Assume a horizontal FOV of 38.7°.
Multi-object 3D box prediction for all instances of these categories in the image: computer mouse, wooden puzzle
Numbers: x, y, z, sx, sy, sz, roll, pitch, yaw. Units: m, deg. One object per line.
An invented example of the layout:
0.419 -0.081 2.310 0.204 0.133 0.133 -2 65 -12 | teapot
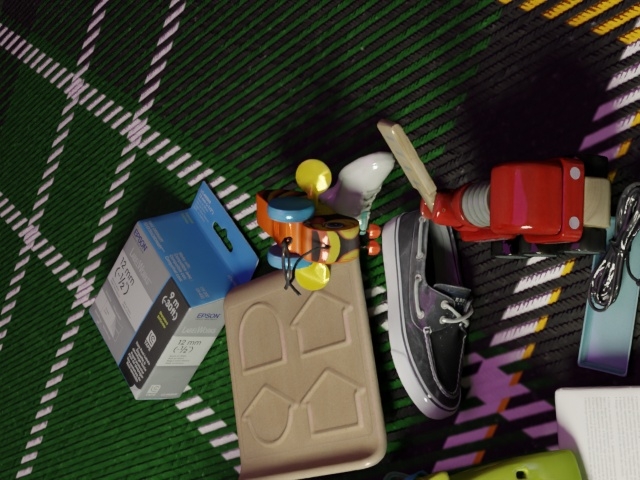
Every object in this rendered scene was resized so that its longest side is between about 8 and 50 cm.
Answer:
0.418 0.039 1.007 0.262 0.060 0.184 40 123 56 | computer mouse
-0.022 0.204 1.463 0.322 0.080 0.347 -22 65 41 | wooden puzzle

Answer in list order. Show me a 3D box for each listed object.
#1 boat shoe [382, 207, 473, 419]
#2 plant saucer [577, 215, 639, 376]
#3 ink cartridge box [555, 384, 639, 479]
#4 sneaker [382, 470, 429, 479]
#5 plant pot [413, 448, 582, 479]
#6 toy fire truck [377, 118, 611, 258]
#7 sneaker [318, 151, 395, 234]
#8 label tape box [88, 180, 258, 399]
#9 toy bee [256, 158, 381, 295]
0.163 0.092 1.270 0.102 0.108 0.301 -27 59 42 | boat shoe
0.364 0.067 1.124 0.067 0.018 0.192 9 92 46 | plant saucer
0.399 0.311 1.020 0.261 0.066 0.296 -11 77 45 | ink cartridge box
0.064 0.397 1.313 0.319 0.127 0.208 22 103 35 | sneaker
0.180 0.383 1.083 0.227 0.207 0.228 133 135 -57 | plant pot
0.200 -0.066 1.117 0.217 0.246 0.158 174 100 -66 | toy fire truck
0.057 -0.058 1.420 0.212 0.080 0.094 -41 64 46 | sneaker
-0.282 0.089 1.711 0.249 0.115 0.347 52 122 36 | label tape box
0.000 0.000 1.348 0.298 0.162 0.195 -105 17 -47 | toy bee
